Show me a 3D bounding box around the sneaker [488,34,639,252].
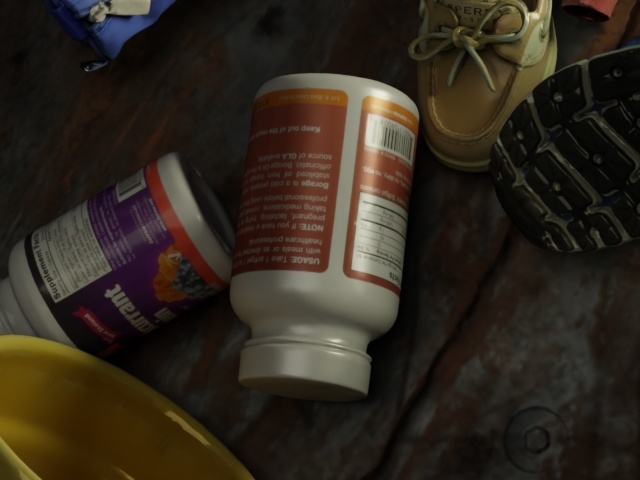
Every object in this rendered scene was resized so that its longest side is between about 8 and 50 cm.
[{"bbox_3d":[0.262,-0.101,1.318,0.330,0.147,0.130,-34,81,26],"label":"sneaker"}]

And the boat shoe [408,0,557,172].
[{"bbox_3d":[0.120,-0.192,1.401,0.104,0.089,0.285,4,77,19],"label":"boat shoe"}]

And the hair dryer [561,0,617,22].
[{"bbox_3d":[0.283,-0.262,1.373,0.293,0.080,0.224,-36,68,6],"label":"hair dryer"}]

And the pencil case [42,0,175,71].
[{"bbox_3d":[-0.096,-0.263,1.474,0.306,0.119,0.133,-37,38,6],"label":"pencil case"}]

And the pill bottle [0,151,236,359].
[{"bbox_3d":[-0.160,0.026,1.421,0.193,0.108,0.108,-30,68,9],"label":"pill bottle"}]

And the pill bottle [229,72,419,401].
[{"bbox_3d":[0.000,0.000,1.369,0.121,0.121,0.216,3,76,19],"label":"pill bottle"}]

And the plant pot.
[{"bbox_3d":[-0.193,0.231,1.315,0.254,0.254,0.239,42,107,23],"label":"plant pot"}]
